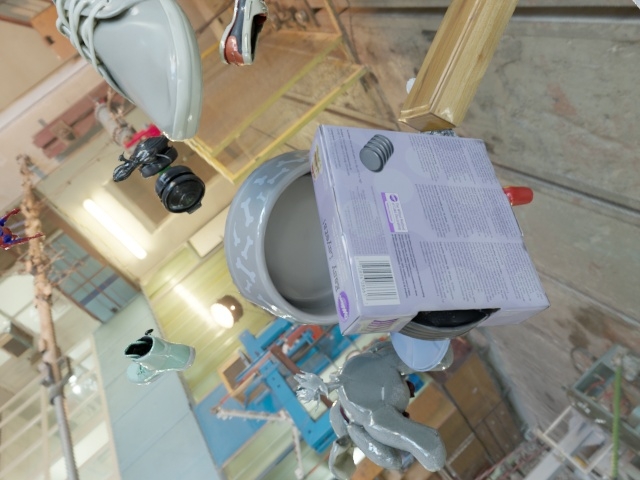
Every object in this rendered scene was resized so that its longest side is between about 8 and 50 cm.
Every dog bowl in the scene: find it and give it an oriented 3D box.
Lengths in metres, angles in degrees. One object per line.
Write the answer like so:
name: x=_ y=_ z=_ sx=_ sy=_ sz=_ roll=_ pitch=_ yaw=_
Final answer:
dog bowl: x=0.000 y=0.000 z=0.932 sx=0.349 sy=0.349 sz=0.102 roll=52 pitch=160 yaw=-25

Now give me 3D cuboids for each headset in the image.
headset: x=-0.460 y=-0.179 z=1.397 sx=0.243 sy=0.185 sz=0.394 roll=52 pitch=169 yaw=1

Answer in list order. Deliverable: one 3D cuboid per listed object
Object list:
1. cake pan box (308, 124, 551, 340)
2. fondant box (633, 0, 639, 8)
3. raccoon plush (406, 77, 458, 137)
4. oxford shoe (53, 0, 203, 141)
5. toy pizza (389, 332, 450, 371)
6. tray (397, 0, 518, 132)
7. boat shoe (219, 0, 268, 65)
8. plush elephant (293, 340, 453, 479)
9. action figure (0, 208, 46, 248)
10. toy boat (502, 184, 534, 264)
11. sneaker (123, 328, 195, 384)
cake pan box: x=0.125 y=-0.015 z=0.600 sx=0.070 sy=0.245 sz=0.267 roll=118 pitch=146 yaw=-56
fondant box: x=0.566 y=-0.524 z=0.767 sx=0.238 sy=0.096 sz=0.331 roll=106 pitch=154 yaw=-57
raccoon plush: x=0.306 y=-0.261 z=1.611 sx=0.447 sy=0.299 sz=0.216 roll=60 pitch=-168 yaw=1
oxford shoe: x=-0.277 y=-0.280 z=0.663 sx=0.449 sy=0.130 sz=0.169 roll=53 pitch=136 yaw=31
toy pizza: x=0.193 y=0.146 z=0.939 sx=0.032 sy=0.201 sz=0.201 roll=5 pitch=-168 yaw=-24
tray: x=0.298 y=-0.428 z=0.992 sx=0.076 sy=0.411 sz=0.203 roll=22 pitch=-175 yaw=-12
boat shoe: x=-0.089 y=-0.286 z=0.636 sx=0.043 sy=0.137 sz=0.049 roll=10 pitch=163 yaw=17
plush elephant: x=0.114 y=0.371 z=1.071 sx=0.255 sy=0.329 sz=0.272 roll=83 pitch=-169 yaw=-52
action figure: x=-0.904 y=-0.047 z=1.413 sx=0.092 sy=0.139 sz=0.280 roll=62 pitch=163 yaw=6
toy boat: x=0.471 y=-0.002 z=1.334 sx=0.267 sy=0.148 sz=0.318 roll=-118 pitch=27 yaw=-62
sneaker: x=-0.465 y=0.303 z=1.285 sx=0.151 sy=0.255 sz=0.094 roll=35 pitch=-138 yaw=-41
